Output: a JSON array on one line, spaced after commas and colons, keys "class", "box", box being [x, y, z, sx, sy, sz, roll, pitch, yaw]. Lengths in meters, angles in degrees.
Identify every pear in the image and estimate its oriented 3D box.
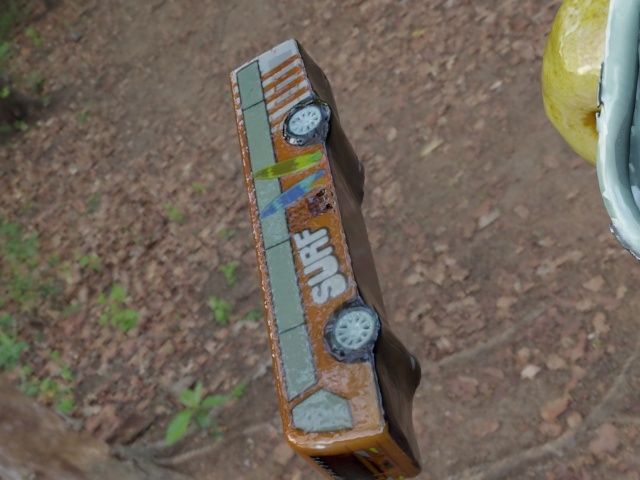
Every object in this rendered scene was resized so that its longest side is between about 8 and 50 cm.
[{"class": "pear", "box": [0.258, -0.139, 0.722, 0.178, 0.178, 0.178, -29, 33, 21]}]

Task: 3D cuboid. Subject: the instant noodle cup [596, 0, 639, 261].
[{"class": "instant noodle cup", "box": [0.320, -0.094, 0.504, 0.308, 0.293, 0.294, -14, 12, -37]}]

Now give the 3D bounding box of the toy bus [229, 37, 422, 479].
[{"class": "toy bus", "box": [0.000, 0.000, 0.754, 0.092, 0.093, 0.408, -23, 50, 13]}]
